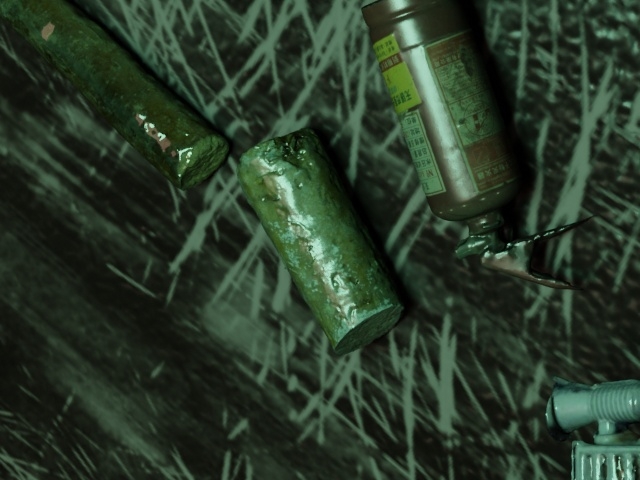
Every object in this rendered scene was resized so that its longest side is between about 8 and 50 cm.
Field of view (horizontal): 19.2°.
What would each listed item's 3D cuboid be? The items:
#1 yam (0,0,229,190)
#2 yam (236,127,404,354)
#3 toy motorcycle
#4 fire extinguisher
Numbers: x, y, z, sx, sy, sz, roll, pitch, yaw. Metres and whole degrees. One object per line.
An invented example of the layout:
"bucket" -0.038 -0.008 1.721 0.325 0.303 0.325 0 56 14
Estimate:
"yam" -0.188 -0.147 1.575 0.274 0.061 0.061 43 121 16
"yam" 0.000 0.000 1.484 0.078 0.078 0.179 -29 86 34
"toy motorcycle" 0.259 0.155 1.289 0.401 0.207 0.134 -6 84 34
"fire extinguisher" 0.117 -0.070 1.392 0.106 0.075 0.252 -18 93 34
